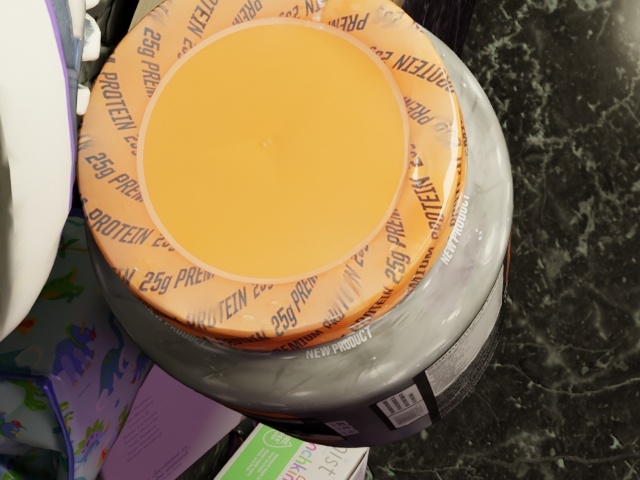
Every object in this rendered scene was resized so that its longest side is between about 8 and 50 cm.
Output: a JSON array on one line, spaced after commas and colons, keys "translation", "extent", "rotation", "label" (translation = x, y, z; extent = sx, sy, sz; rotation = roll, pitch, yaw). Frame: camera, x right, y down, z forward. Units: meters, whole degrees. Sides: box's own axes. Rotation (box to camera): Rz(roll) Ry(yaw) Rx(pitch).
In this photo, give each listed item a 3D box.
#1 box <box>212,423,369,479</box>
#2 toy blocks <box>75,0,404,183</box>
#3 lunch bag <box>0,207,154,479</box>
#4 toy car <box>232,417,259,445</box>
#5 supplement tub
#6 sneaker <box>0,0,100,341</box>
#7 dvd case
[{"translation": [-0.066, 0.350, 1.244], "extent": [0.262, 0.127, 0.231], "rotation": [-48, 153, -42], "label": "box"}, {"translation": [-0.029, -0.143, 0.801], "extent": [0.261, 0.191, 0.381], "rotation": [-65, 172, 18], "label": "toy blocks"}, {"translation": [-0.143, 0.073, 0.650], "extent": [0.151, 0.096, 0.129], "rotation": [81, 25, -44], "label": "lunch bag"}, {"translation": [-0.103, 0.248, 1.326], "extent": [0.122, 0.060, 0.040], "rotation": [-55, -151, -13], "label": "toy car"}, {"translation": [0.000, 0.000, 0.596], "extent": [0.316, 0.193, 0.193], "rotation": [61, 46, -73], "label": "supplement tub"}, {"translation": [-0.105, -0.141, 0.433], "extent": [0.236, 0.130, 0.323], "rotation": [-56, 154, -47], "label": "sneaker"}, {"translation": [-0.106, 0.102, 0.891], "extent": [0.180, 0.022, 0.253], "rotation": [-38, 151, -28], "label": "dvd case"}]
